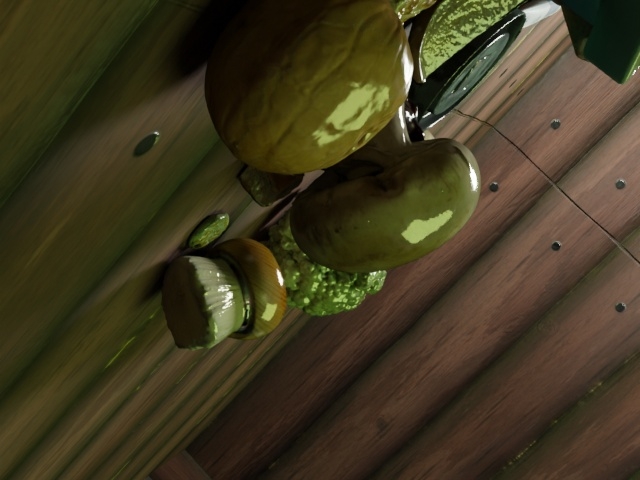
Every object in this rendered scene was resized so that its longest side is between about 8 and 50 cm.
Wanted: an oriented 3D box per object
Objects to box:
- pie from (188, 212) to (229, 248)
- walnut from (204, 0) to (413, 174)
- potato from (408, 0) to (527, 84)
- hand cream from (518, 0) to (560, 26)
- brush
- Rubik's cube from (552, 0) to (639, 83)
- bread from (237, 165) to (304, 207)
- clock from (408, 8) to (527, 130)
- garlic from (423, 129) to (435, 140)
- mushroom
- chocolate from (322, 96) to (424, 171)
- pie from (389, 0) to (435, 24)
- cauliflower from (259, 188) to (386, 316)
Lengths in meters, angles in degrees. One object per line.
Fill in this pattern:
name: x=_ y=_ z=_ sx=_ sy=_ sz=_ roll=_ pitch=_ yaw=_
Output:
pie: x=-0.178 y=-0.016 z=1.308 sx=0.085 sy=0.017 sz=0.085 roll=-40 pitch=169 yaw=-9
walnut: x=-0.014 y=-0.166 z=0.827 sx=0.221 sy=0.195 sz=0.195 roll=-46 pitch=171 yaw=7
potato: x=0.213 y=-0.368 z=1.271 sx=0.261 sy=0.120 sz=0.100 roll=-38 pitch=128 yaw=-3
hand cream: x=0.481 y=-0.519 z=1.862 sx=0.255 sy=0.048 sz=0.079 roll=-34 pitch=168 yaw=-45
brush: x=-0.189 y=0.101 z=1.396 sx=0.166 sy=0.174 sz=0.267 roll=-17 pitch=179 yaw=-34
Rubik's cube: x=0.501 y=-0.463 z=1.297 sx=0.368 sy=0.387 sz=0.358 roll=-1 pitch=135 yaw=-50
bread: x=-0.071 y=-0.100 z=1.237 sx=0.076 sy=0.070 sz=0.083 roll=-50 pitch=172 yaw=34
clock: x=0.291 y=-0.360 z=1.689 sx=0.319 sy=0.066 sz=0.319 roll=-43 pitch=170 yaw=-9
garlic: x=0.225 y=-0.164 z=1.879 sx=0.217 sy=0.110 sz=0.228 roll=61 pitch=35 yaw=-65
mushroom: x=0.072 y=-0.107 z=1.197 sx=0.292 sy=0.290 sz=0.292 roll=-20 pitch=-166 yaw=5
chocolate: x=0.098 y=-0.159 z=1.391 sx=0.206 sy=0.177 sz=0.224 roll=-43 pitch=169 yaw=-13
pie: x=0.123 y=-0.335 z=0.994 sx=0.179 sy=0.084 sz=0.205 roll=-44 pitch=177 yaw=18
cauliflower: x=-0.007 y=0.008 z=1.649 sx=0.327 sy=0.281 sz=0.260 roll=-22 pitch=157 yaw=23
